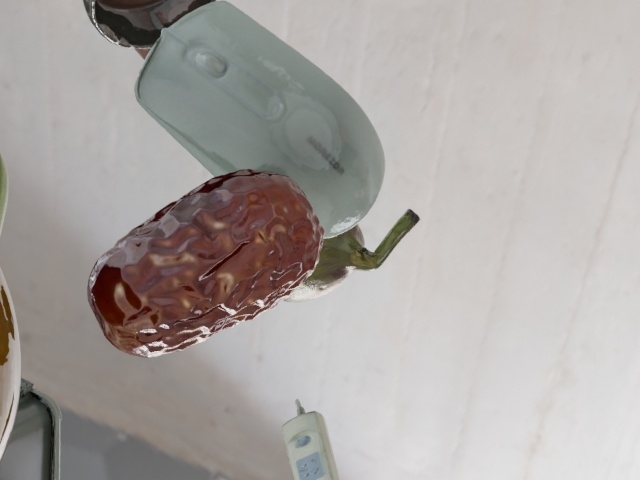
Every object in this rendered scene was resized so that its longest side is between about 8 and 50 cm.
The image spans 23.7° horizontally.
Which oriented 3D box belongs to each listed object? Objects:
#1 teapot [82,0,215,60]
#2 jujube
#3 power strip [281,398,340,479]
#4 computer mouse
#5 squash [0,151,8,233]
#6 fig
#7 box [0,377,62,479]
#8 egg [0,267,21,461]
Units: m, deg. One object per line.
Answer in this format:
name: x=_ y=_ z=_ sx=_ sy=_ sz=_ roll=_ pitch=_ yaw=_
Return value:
teapot: x=-0.228 y=-0.364 z=1.564 sx=0.362 sy=0.305 sz=0.376 roll=49 pitch=158 yaw=23
jujube: x=-0.084 y=0.015 z=1.105 sx=0.109 sy=0.176 sz=0.112 roll=53 pitch=166 yaw=45
power strip: x=-0.005 y=0.253 z=1.645 sx=0.047 sy=0.191 sz=0.030 roll=-26 pitch=144 yaw=14
computer mouse: x=-0.045 y=-0.101 z=1.270 sx=0.231 sy=0.128 sz=0.079 roll=40 pitch=161 yaw=-6
squash: x=-0.456 y=0.018 z=1.890 sx=0.107 sy=0.395 sz=0.107 roll=3 pitch=146 yaw=2
fig: x=-0.003 y=0.009 z=1.696 sx=0.186 sy=0.148 sz=0.142 roll=35 pitch=141 yaw=35
box: x=-0.414 y=0.289 z=1.828 sx=0.163 sy=0.135 sz=0.243 roll=18 pitch=114 yaw=31
egg: x=-0.369 y=0.057 z=1.028 sx=0.374 sy=0.301 sz=0.301 roll=57 pitch=140 yaw=19
